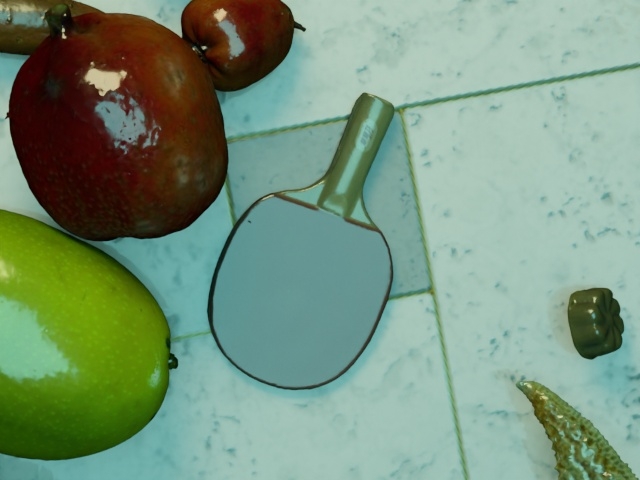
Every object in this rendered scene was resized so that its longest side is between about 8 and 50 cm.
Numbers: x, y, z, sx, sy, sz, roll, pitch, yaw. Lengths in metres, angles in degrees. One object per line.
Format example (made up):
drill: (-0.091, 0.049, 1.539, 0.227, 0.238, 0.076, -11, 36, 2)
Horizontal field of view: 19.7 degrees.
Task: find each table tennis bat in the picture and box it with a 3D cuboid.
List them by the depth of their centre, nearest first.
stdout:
table tennis bat: (0.000, 0.000, 1.474, 0.138, 0.022, 0.246, 23, 91, -5)

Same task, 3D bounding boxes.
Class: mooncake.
mooncake: (0.295, 0.195, 1.481, 0.347, 0.057, 0.150, 46, 47, -15)

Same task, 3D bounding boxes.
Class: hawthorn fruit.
hawthorn fruit: (-0.151, -0.094, 1.378, 0.169, 0.169, 0.188, -16, 119, -4)
hawthorn fruit: (-0.059, -0.162, 1.441, 0.093, 0.081, 0.081, -27, 94, -33)

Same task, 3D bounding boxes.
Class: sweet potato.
sweet potato: (-0.277, -0.176, 1.428, 0.265, 0.057, 0.057, 9, 91, -6)

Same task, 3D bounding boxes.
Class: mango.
mango: (-0.249, 0.064, 1.381, 0.293, 0.143, 0.175, 19, 79, -15)

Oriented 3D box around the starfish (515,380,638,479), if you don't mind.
starfish: (0.239, 0.292, 1.445, 0.358, 0.078, 0.347, 5, 104, 9)
